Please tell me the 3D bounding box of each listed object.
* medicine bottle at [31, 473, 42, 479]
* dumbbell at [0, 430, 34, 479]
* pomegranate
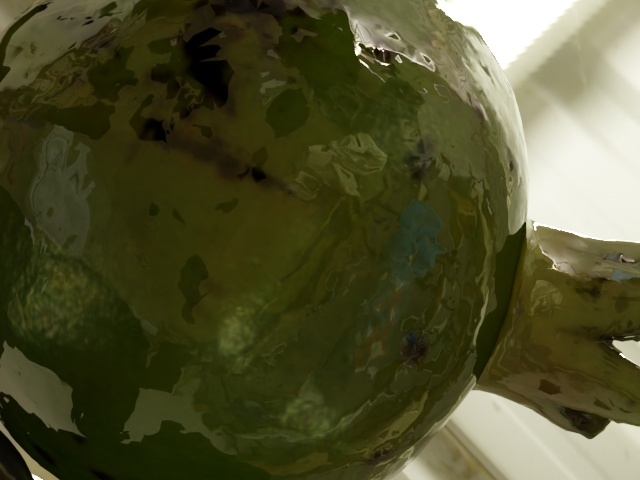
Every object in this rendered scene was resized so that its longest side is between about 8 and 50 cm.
[{"bbox_3d":[-0.154,0.282,0.832,0.208,0.208,0.339,-31,-132,1],"label":"medicine bottle"},{"bbox_3d":[-0.221,0.079,0.677,0.192,0.192,0.290,-34,-131,-1],"label":"dumbbell"},{"bbox_3d":[0.000,0.000,0.759,0.341,0.260,0.260,12,-106,-1],"label":"pomegranate"}]
